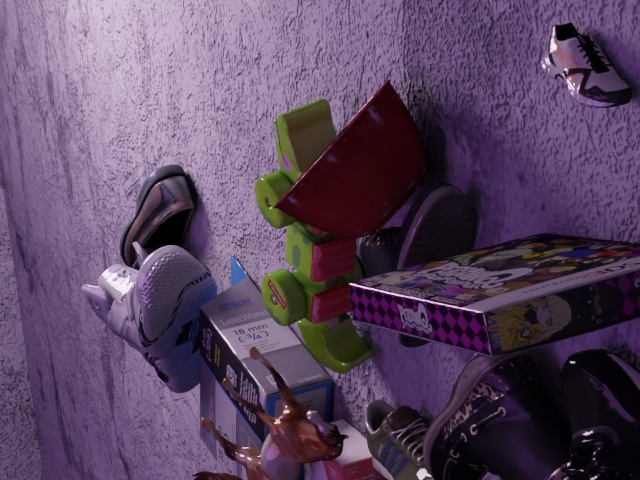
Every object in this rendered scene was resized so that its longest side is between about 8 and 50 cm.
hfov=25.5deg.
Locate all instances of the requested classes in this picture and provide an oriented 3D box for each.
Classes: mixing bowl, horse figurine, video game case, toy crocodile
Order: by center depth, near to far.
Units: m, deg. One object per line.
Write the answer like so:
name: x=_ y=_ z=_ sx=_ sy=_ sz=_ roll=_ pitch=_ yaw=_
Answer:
video game case: x=0.166 y=0.039 z=1.169 sx=0.232 sy=0.210 sz=0.042 roll=9 pitch=111 yaw=66
mixing bowl: x=0.046 y=-0.069 z=1.472 sx=0.098 sy=0.181 sz=0.181 roll=41 pitch=154 yaw=-3
toy crocodile: x=0.000 y=0.000 z=1.647 sx=0.105 sy=0.115 sz=0.341 roll=33 pitch=135 yaw=49
horse figurine: x=-0.069 y=0.258 z=1.793 sx=0.174 sy=0.066 sz=0.263 roll=42 pitch=131 yaw=13

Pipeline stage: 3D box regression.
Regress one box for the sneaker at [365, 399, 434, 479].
sneaker: x=0.099 y=0.232 z=1.606 sx=0.192 sy=0.064 sz=0.086 roll=14 pitch=120 yaw=68

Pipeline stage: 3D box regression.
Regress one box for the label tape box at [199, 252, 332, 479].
label tape box: x=-0.105 y=0.209 z=2.007 sx=0.334 sy=0.106 sz=0.241 roll=47 pitch=143 yaw=48

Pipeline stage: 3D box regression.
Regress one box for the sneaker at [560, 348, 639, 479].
sneaker: x=0.249 y=0.230 z=1.192 sx=0.283 sy=0.124 sz=0.107 roll=70 pitch=155 yaw=16

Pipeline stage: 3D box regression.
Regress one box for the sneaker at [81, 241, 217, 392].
sneaker: x=-0.265 y=0.082 z=2.127 sx=0.210 sy=0.137 sz=0.366 roll=40 pitch=159 yaw=22

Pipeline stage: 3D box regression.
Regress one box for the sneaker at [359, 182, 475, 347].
sneaker: x=0.089 y=0.002 z=1.481 sx=0.118 sy=0.083 sz=0.222 roll=58 pitch=152 yaw=37

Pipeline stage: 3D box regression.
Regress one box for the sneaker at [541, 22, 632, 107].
sneaker: x=0.218 y=-0.144 z=1.165 sx=0.109 sy=0.040 sz=0.044 roll=48 pitch=142 yaw=48

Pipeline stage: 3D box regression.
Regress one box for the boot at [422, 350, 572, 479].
boot: x=0.187 y=0.227 z=1.382 sx=0.179 sy=0.085 sz=0.236 roll=58 pitch=150 yaw=32

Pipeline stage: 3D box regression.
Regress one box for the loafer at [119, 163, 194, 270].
loafer: x=-0.257 y=-0.008 z=2.254 sx=0.084 sy=0.096 sz=0.267 roll=57 pitch=149 yaw=25

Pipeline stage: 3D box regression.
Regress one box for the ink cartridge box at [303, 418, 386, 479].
ink cartridge box: x=0.034 y=0.345 z=1.814 sx=0.115 sy=0.067 sz=0.198 roll=31 pitch=130 yaw=58
